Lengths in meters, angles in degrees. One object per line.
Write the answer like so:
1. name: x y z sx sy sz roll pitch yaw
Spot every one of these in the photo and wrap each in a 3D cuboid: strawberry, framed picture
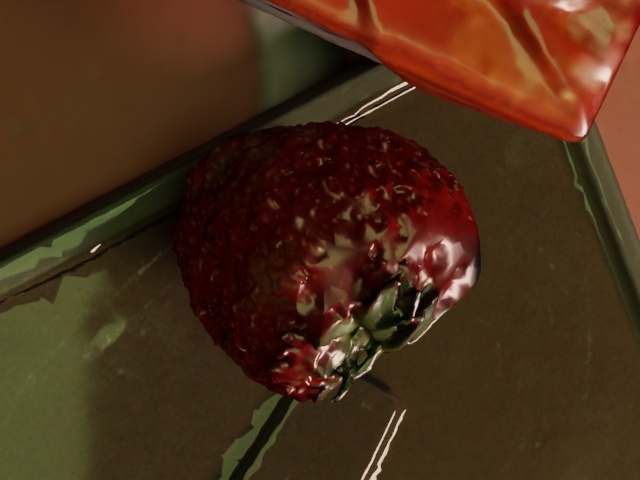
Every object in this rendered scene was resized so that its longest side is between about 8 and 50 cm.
1. strawberry: 0.000 0.000 0.619 0.106 0.106 0.106 -3 98 -24
2. framed picture: -0.011 0.081 0.685 0.335 0.022 0.247 -29 107 -18

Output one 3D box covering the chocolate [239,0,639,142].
1. chocolate: 0.015 -0.183 0.606 0.234 0.108 0.237 21 87 -21
